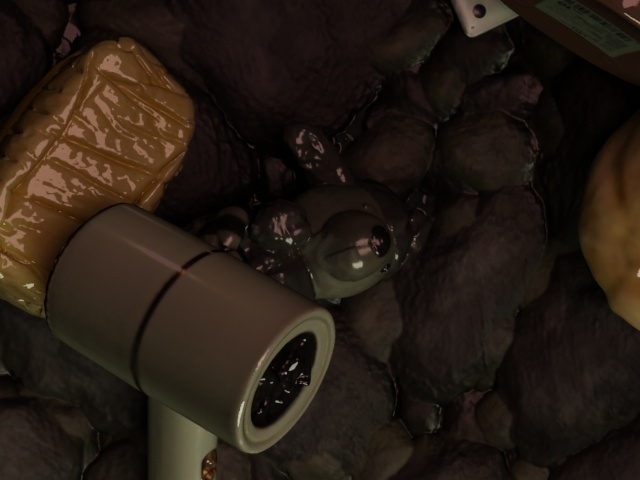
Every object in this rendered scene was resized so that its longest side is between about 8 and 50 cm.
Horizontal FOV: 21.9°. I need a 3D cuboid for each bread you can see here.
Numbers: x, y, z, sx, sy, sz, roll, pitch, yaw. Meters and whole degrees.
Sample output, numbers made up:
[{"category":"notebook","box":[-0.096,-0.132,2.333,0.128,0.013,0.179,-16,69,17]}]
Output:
[{"category":"bread","box":[-0.205,-0.053,1.375,0.140,0.106,0.236,36,81,-20]}]

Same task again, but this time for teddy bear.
[{"category":"teddy bear","box":[-0.017,-0.004,1.424,0.251,0.144,0.171,-35,103,-15]}]

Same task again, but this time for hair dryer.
[{"category":"hair dryer","box":[-0.110,0.154,1.355,0.128,0.203,0.362,-41,148,-40]}]

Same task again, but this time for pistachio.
[{"category":"pistachio","box":[0.377,-0.054,1.521,0.229,0.238,0.321,35,88,15]}]

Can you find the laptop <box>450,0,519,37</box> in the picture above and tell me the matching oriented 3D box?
[{"category":"laptop","box":[0.163,-0.345,1.535,0.188,0.015,0.269,-27,102,-16]}]

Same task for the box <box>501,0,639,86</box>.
[{"category":"box","box":[0.286,-0.269,1.424,0.301,0.301,0.216,33,87,-18]}]
